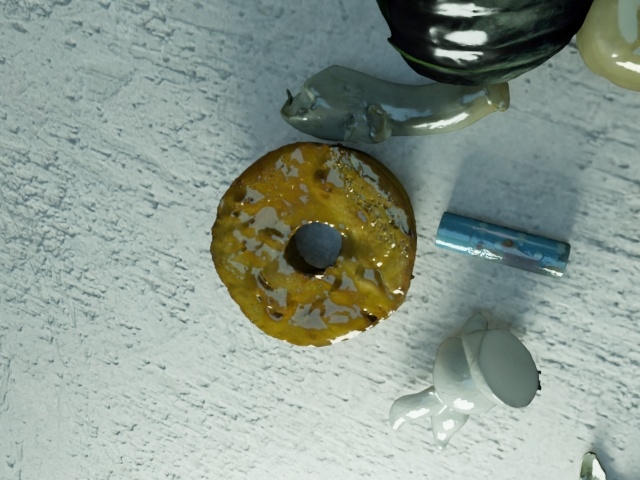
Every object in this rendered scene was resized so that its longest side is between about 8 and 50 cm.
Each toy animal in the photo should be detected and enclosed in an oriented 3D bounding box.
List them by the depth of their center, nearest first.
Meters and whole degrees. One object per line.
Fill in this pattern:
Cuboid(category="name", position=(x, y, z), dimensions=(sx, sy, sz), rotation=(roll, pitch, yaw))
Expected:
Cuboid(category="toy animal", position=(0.363, 0.393, 0.849), dimensions=(0.155, 0.095, 0.219), rotation=(-29, 94, 21))
Cuboid(category="toy animal", position=(0.183, 0.188, 0.867), dimensions=(0.104, 0.130, 0.221), rotation=(19, 145, -20))

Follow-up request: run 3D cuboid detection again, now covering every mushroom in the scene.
Cuboid(category="mushroom", position=(0.085, -0.167, 0.787), dimensions=(0.278, 0.099, 0.096), rotation=(3, 118, 15))

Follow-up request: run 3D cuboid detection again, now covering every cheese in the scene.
Cuboid(category="cheese", position=(0.380, -0.229, 0.638), dimensions=(0.235, 0.117, 0.218), rotation=(-30, 95, 26))

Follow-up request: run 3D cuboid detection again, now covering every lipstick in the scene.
Cuboid(category="lipstick", position=(0.225, 0.006, 0.806), dimensions=(0.158, 0.048, 0.048), rotation=(16, 111, 15))

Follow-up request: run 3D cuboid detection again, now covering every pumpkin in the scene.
Cuboid(category="pumpkin", position=(0.178, -0.295, 0.607), dimensions=(0.296, 0.296, 0.295), rotation=(6, 108, 19))

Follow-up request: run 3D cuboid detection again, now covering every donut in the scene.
Cuboid(category="donut", position=(0.002, -0.001, 0.854), dimensions=(0.278, 0.108, 0.277), rotation=(6, 108, 18))
